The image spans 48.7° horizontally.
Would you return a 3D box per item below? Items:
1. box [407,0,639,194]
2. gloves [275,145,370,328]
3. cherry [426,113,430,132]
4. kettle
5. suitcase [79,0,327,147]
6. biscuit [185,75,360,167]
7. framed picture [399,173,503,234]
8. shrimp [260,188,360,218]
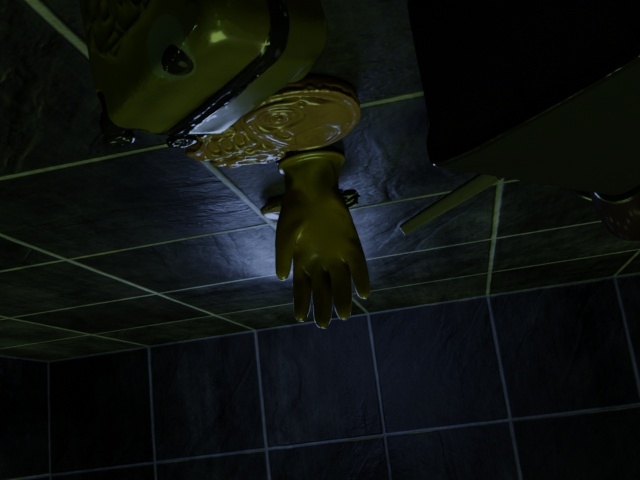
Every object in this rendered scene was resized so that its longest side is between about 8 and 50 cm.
[{"bbox_3d":[0.311,-0.197,0.773,0.345,0.205,0.251,4,161,-36],"label":"box"},{"bbox_3d":[0.001,0.000,1.186,0.133,0.295,0.116,-14,164,26],"label":"gloves"},{"bbox_3d":[0.238,-0.182,1.015,0.148,0.115,0.188,38,137,-17],"label":"cherry"},{"bbox_3d":[0.599,-0.105,1.436,0.202,0.144,0.232,20,176,35],"label":"kettle"},{"bbox_3d":[-0.103,-0.200,0.600,0.143,0.194,0.234,-4,167,-42],"label":"suitcase"},{"bbox_3d":[-0.075,-0.164,1.041,0.288,0.044,0.202,-18,162,28],"label":"biscuit"},{"bbox_3d":[0.298,-0.128,1.079,0.335,0.022,0.247,-32,178,-29],"label":"framed picture"},{"bbox_3d":[-0.011,-0.061,1.432,0.219,0.046,0.152,-9,165,23],"label":"shrimp"}]
